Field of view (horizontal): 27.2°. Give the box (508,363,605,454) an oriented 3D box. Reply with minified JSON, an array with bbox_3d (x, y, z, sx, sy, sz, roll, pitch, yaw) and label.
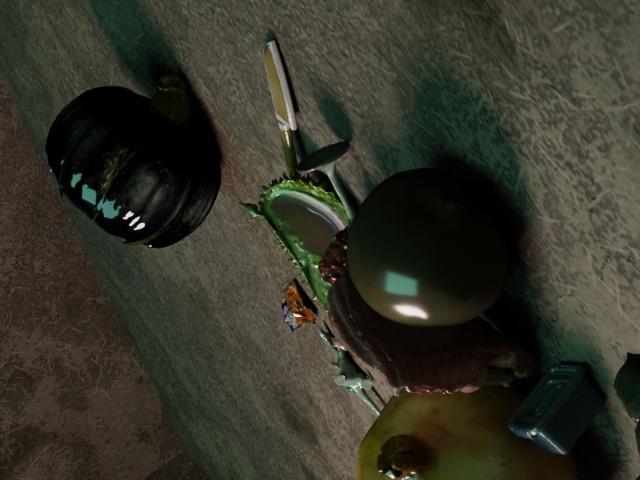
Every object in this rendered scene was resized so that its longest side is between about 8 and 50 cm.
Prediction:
[{"bbox_3d":[0.265,0.189,1.466,0.054,0.099,0.074,43,165,-10],"label":"box"}]

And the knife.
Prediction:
[{"bbox_3d":[-0.044,-0.166,1.756,0.046,0.022,0.256,48,157,43],"label":"knife"}]

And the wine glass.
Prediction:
[{"bbox_3d":[0.045,-0.024,1.683,0.195,0.079,0.079,63,161,-17],"label":"wine glass"}]

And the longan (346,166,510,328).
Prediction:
[{"bbox_3d":[0.114,0.013,1.430,0.189,0.189,0.189,48,161,23],"label":"longan"}]

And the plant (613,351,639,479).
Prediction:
[{"bbox_3d":[0.349,0.172,1.011,0.215,0.213,0.312,56,163,-8],"label":"plant"}]

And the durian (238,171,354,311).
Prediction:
[{"bbox_3d":[0.005,-0.004,1.804,0.220,0.137,0.095,51,-163,-1],"label":"durian"}]

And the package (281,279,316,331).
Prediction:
[{"bbox_3d":[-0.039,0.116,2.240,0.110,0.033,0.077,130,129,-58],"label":"package"}]

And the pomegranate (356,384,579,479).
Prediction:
[{"bbox_3d":[0.184,0.306,1.616,0.307,0.307,0.307,48,161,23],"label":"pomegranate"}]

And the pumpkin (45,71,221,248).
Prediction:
[{"bbox_3d":[-0.284,-0.145,2.137,0.296,0.296,0.296,48,161,23],"label":"pumpkin"}]

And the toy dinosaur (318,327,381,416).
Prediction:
[{"bbox_3d":[0.054,0.231,2.197,0.187,0.044,0.106,48,179,-20],"label":"toy dinosaur"}]

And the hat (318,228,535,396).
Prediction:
[{"bbox_3d":[0.095,0.091,1.557,0.286,0.237,0.107,45,120,35],"label":"hat"}]
